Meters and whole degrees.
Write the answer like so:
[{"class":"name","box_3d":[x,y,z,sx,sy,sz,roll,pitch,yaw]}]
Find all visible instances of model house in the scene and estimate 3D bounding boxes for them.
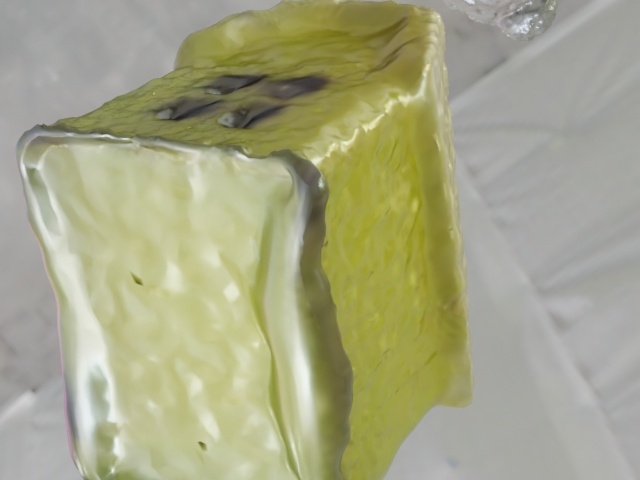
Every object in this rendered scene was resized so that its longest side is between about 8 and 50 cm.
[{"class":"model house","box_3d":[0.000,0.000,0.890,0.175,0.193,0.234,8,-152,36]}]

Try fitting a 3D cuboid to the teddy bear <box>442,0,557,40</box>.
[{"class":"teddy bear","box_3d":[0.192,-0.331,1.733,0.267,0.151,0.236,-51,-124,9]}]
